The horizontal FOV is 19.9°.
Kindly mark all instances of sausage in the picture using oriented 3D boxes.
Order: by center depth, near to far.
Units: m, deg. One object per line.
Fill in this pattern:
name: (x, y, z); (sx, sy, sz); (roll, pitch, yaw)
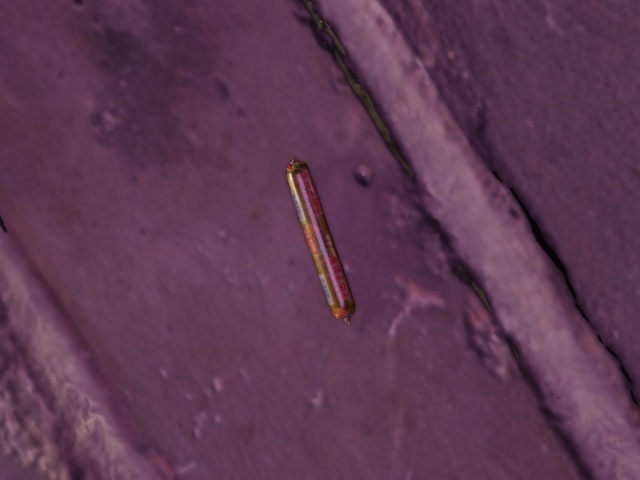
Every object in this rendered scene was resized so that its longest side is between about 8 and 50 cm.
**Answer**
sausage: (0.000, 0.000, 1.038); (0.015, 0.015, 0.100); (-18, 90, 0)
